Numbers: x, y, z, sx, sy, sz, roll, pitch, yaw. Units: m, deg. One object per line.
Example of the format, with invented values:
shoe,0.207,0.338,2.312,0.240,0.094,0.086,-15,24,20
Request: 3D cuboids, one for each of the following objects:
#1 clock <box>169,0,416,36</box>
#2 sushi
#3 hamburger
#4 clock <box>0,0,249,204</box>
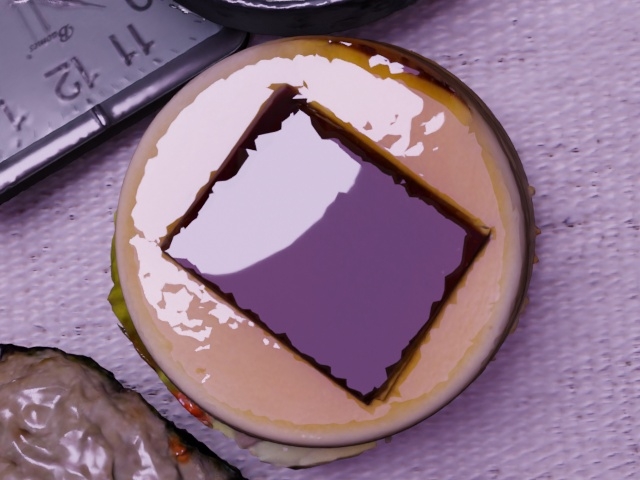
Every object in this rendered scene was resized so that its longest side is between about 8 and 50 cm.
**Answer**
clock,-0.019,-0.291,0.592,0.313,0.061,0.312,0,91,4
sushi,-0.137,0.223,0.609,0.350,0.171,0.211,41,63,11
hamburger,0.000,0.000,0.620,0.302,0.170,0.302,0,88,4
clock,-0.232,-0.192,0.694,0.273,0.049,0.279,-33,85,-8
